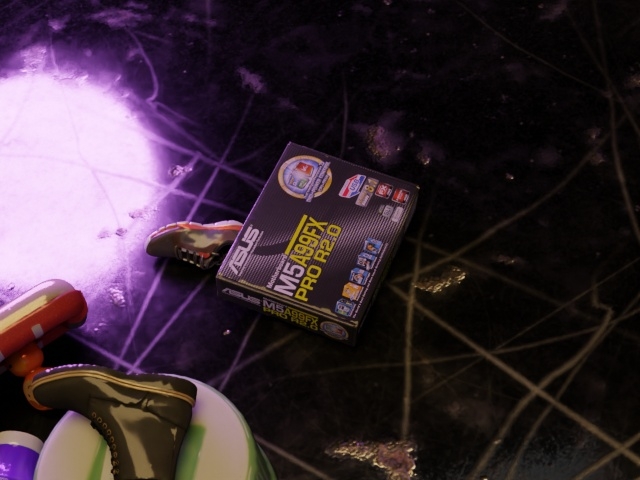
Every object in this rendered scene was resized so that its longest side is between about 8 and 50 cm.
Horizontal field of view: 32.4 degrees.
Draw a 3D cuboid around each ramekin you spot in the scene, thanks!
[{"bbox_3d":[-0.204,0.312,1.354,0.303,0.148,0.303,-3,53,4],"label":"ramekin"}]

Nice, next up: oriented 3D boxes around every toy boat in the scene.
[{"bbox_3d":[-0.407,0.168,1.512,0.231,0.151,0.151,-34,86,-19],"label":"toy boat"}]

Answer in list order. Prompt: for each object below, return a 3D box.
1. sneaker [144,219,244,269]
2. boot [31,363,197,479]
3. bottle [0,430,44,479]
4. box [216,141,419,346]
[{"bbox_3d":[-0.184,0.012,1.640,0.158,0.061,0.065,-8,59,0],"label":"sneaker"},{"bbox_3d":[-0.253,0.223,1.290,0.198,0.077,0.137,1,58,8],"label":"boot"},{"bbox_3d":[-0.407,0.376,1.362,0.118,0.092,0.283,-2,52,9],"label":"bottle"},{"bbox_3d":[0.000,0.000,1.611,0.216,0.060,0.270,20,57,10],"label":"box"}]
